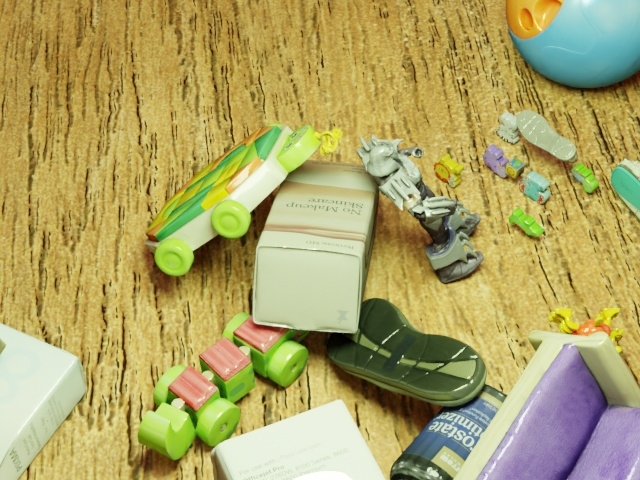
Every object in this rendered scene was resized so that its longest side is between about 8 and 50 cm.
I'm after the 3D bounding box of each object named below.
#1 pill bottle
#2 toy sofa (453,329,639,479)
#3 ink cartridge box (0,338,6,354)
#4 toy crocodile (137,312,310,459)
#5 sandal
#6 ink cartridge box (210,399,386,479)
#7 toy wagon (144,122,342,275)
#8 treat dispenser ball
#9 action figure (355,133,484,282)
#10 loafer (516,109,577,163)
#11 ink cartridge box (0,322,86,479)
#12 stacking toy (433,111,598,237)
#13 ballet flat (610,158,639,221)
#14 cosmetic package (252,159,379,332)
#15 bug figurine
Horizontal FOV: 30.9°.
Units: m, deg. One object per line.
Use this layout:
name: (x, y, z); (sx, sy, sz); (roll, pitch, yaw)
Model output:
pill bottle: (0.167, 0.295, 1.487); (0.123, 0.122, 0.219); (31, 56, 25)
toy sofa: (0.267, 0.285, 1.375); (0.177, 0.150, 0.362); (3, 47, 51)
ink cartridge box: (-0.563, 0.185, 1.522); (0.193, 0.088, 0.234); (21, 69, 21)
toy crocodile: (-0.123, 0.176, 1.611); (0.115, 0.105, 0.340); (34, 57, 27)
sandal: (0.114, 0.170, 1.595); (0.120, 0.086, 0.303); (-46, 36, -14)
ink cartridge box: (0.030, 0.420, 1.269); (0.166, 0.285, 0.395); (-18, 51, -16)
toy wagon: (-0.116, -0.089, 1.731); (0.344, 0.068, 0.267); (-32, 19, 30)
treat dispenser ball: (0.463, -0.407, 1.995); (0.288, 0.288, 0.288); (-1, 48, 1)
action figure: (0.148, -0.064, 1.703); (0.099, 0.285, 0.185); (-30, 44, 13)
loafer: (0.369, -0.165, 1.889); (0.045, 0.039, 0.125); (-47, 58, 5)
ink cartridge box: (-0.552, 0.260, 1.557); (0.308, 0.091, 0.385); (21, 51, 19)
stacking toy: (0.320, -0.105, 1.890); (0.167, 0.052, 0.221); (-36, 60, -27)
ballet flat: (0.543, -0.043, 1.807); (0.077, 0.091, 0.241); (-7, 50, -23)
cosmetic package: (0.000, 0.000, 1.687); (0.153, 0.129, 0.296); (5, 28, 4)
bug figurine: (0.444, 0.139, 1.564); (0.279, 0.216, 0.072); (-2, 71, -1)
